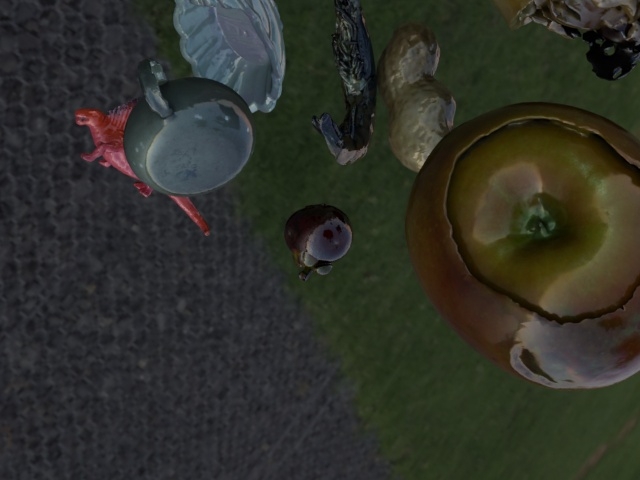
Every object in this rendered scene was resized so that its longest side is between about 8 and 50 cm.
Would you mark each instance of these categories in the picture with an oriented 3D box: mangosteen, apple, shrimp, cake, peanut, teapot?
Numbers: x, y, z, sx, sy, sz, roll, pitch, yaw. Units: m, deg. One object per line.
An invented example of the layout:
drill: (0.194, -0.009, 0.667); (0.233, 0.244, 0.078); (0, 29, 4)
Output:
mangosteen: (0.000, -0.003, 1.194); (0.081, 0.081, 0.081); (-43, 152, -30)
apple: (0.178, 0.002, 0.843); (0.237, 0.237, 0.207); (-58, 147, 1)
shrimp: (0.028, -0.225, 1.389); (0.198, 0.051, 0.262); (-49, 135, -63)
cake: (0.391, -0.365, 1.411); (0.332, 0.321, 0.332); (-37, 177, -2)
peanut: (0.134, -0.199, 1.477); (0.104, 0.227, 0.086); (-18, 167, 24)
teapot: (-0.192, -0.156, 1.535); (0.193, 0.129, 0.294); (-23, 145, 6)

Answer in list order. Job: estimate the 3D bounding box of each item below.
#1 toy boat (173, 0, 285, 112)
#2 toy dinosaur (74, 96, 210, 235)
toy boat: (-0.135, -0.337, 1.661); (0.100, 0.199, 0.290); (-55, 146, -32)
toy dinosaur: (-0.254, -0.138, 1.668); (0.286, 0.070, 0.139); (34, 94, -21)
